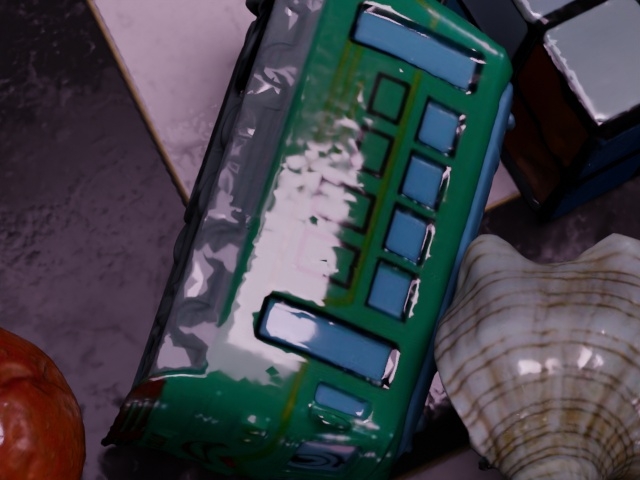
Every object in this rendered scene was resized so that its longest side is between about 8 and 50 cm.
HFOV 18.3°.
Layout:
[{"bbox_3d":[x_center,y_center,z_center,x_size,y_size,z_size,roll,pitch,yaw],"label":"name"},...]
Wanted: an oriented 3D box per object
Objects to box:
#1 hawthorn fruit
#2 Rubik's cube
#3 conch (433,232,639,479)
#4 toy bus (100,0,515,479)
[{"bbox_3d":[-0.236,0.125,1.230,0.179,0.200,0.179,0,70,-1],"label":"hawthorn fruit"},{"bbox_3d":[0.196,-0.144,1.388,0.167,0.183,0.180,-26,75,-16],"label":"Rubik's cube"},{"bbox_3d":[0.162,0.078,1.223,0.203,0.386,0.169,36,92,4],"label":"conch"},{"bbox_3d":[0.000,0.000,1.315,0.199,0.183,0.343,20,71,-7],"label":"toy bus"}]
